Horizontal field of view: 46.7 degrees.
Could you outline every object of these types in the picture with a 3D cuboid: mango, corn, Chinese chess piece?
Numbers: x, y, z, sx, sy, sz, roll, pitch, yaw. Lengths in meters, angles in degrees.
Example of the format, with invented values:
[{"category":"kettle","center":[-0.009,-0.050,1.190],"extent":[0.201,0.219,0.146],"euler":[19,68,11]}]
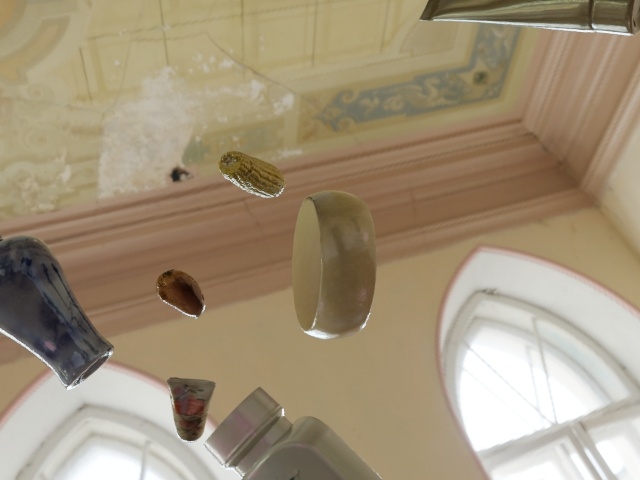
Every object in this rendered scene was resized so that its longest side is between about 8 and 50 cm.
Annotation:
[{"category":"mango","center":[-0.294,0.112,1.583],"extent":[0.077,0.063,0.127],"euler":[-40,-70,12]},{"category":"corn","center":[-0.126,-0.124,1.409],"extent":[0.067,0.067,0.206],"euler":[-37,-19,14]},{"category":"Chinese chess piece","center":[0.020,0.043,1.334],"extent":[0.102,0.273,0.273],"euler":[2,-44,-14]}]

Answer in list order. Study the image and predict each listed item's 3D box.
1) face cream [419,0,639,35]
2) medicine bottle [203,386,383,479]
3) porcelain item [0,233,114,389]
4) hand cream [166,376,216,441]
[{"category":"face cream","center":[0.320,-0.374,1.129],"extent":[0.084,0.341,0.137],"euler":[32,-98,-53]},{"category":"medicine bottle","center":[-0.009,0.326,0.941],"extent":[0.161,0.296,0.111],"euler":[-49,-10,27]},{"category":"porcelain item","center":[-0.419,0.094,1.081],"extent":[0.141,0.259,0.141],"euler":[-42,-2,-2]},{"category":"hand cream","center":[-0.224,0.292,1.284],"extent":[0.080,0.050,0.234],"euler":[5,-36,-7]}]
